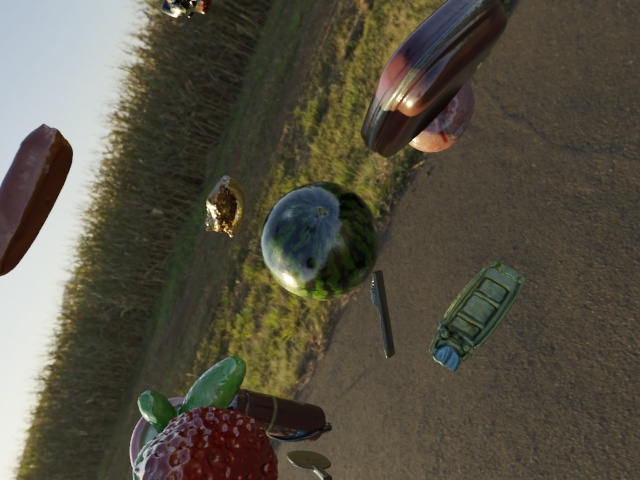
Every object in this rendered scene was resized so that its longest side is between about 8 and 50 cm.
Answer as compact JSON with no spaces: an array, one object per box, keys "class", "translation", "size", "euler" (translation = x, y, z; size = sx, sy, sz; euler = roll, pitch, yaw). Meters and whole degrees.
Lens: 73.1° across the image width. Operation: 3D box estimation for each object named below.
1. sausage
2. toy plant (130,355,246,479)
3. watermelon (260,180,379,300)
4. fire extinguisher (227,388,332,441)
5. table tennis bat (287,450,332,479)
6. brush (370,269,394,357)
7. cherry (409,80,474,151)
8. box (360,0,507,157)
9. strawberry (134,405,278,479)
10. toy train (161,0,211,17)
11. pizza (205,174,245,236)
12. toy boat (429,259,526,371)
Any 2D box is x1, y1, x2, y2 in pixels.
[{"class":"sausage","translation":[-0.629,-0.078,0.917],"size":[0.348,0.097,0.094],"euler":[-68,-17,-4]},{"class":"toy plant","translation":[-0.322,0.449,1.028],"size":[0.317,0.211,0.356],"euler":[-49,-14,-40]},{"class":"watermelon","translation":[0.000,0.000,1.034],"size":[0.285,0.285,0.285],"euler":[-44,37,47]},{"class":"fire extinguisher","translation":[-0.103,0.471,1.144],"size":[0.142,0.341,0.105],"euler":[-13,57,52]},{"class":"table tennis bat","translation":[-0.023,0.676,1.303],"size":[0.234,0.131,0.022],"euler":[161,119,-68]},{"class":"brush","translation":[0.131,0.160,0.938],"size":[0.028,0.034,0.190],"euler":[-8,94,40]},{"class":"cherry","translation":[0.319,-0.373,1.212],"size":[0.236,0.213,0.285],"euler":[-63,-5,32]},{"class":"box","translation":[0.203,-0.307,0.861],"size":[0.263,0.108,0.404],"euler":[-43,-4,-8]},{"class":"strawberry","translation":[-0.165,0.325,0.573],"size":[0.244,0.206,0.205],"euler":[69,-150,-71]},{"class":"toy train","translation":[-0.105,-0.340,0.443],"size":[0.085,0.053,0.249],"euler":[111,177,-74]},{"class":"pizza","translation":[-0.294,-0.096,1.347],"size":[0.056,0.134,0.271],"euler":[42,137,20]},{"class":"toy boat","translation":[0.362,0.173,1.015],"size":[0.276,0.111,0.084],"euler":[-60,-13,14]}]
